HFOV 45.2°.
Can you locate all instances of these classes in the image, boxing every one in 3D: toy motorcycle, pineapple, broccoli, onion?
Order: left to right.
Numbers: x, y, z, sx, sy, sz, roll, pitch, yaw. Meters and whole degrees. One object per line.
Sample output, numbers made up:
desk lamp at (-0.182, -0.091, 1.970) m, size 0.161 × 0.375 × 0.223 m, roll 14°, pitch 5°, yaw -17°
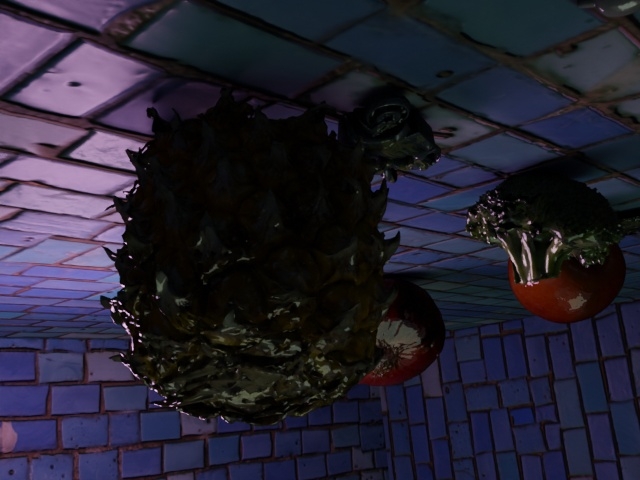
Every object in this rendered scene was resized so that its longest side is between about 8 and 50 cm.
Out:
pineapple at (-0.083, 0.031, 0.864) m, size 0.352 × 0.300 × 0.352 m, roll 1°, pitch 143°, yaw 1°
onion at (0.153, 0.219, 2.045) m, size 0.348 × 0.285 × 0.347 m, roll -1°, pitch 125°, yaw -1°
toy motorcycle at (0.072, -0.117, 0.938) m, size 0.124 × 0.061 × 0.193 m, roll -17°, pitch 158°, yaw 19°
broccoli at (0.347, -0.022, 1.219) m, size 0.226 × 0.176 × 0.198 m, roll -26°, pitch 155°, yaw 19°

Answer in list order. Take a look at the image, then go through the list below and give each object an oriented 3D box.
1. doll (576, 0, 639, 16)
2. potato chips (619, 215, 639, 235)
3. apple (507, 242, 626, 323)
doll at (0.268, -0.215, 0.602) m, size 0.160 × 0.059 × 0.161 m, roll 1°, pitch 174°, yaw -10°
potato chips at (0.654, -0.033, 1.600) m, size 0.202 × 0.029 × 0.220 m, roll 2°, pitch 165°, yaw -28°
apple at (0.473, 0.051, 1.487) m, size 0.218 × 0.218 × 0.201 m, roll -2°, pitch 159°, yaw -13°
